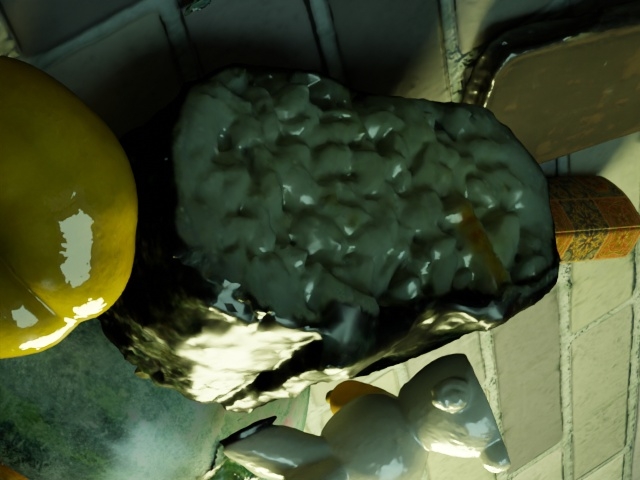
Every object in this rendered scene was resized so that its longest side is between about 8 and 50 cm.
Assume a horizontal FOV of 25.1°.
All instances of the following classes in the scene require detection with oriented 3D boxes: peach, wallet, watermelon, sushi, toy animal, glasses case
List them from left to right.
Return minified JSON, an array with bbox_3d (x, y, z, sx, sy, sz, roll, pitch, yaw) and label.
[{"bbox_3d":[-0.191,-0.015,0.825,0.179,0.179,0.103,-50,-177,18],"label":"peach"},{"bbox_3d":[-0.095,0.110,1.062,0.322,0.175,0.188,9,126,-50],"label":"watermelon"},{"bbox_3d":[0.000,0.000,0.986,0.350,0.210,0.171,-6,162,-41],"label":"sushi"},{"bbox_3d":[0.029,0.135,1.032,0.182,0.131,0.127,-25,146,2],"label":"toy animal"},{"bbox_3d":[0.191,-0.019,1.269,0.218,0.075,0.049,-4,132,-41],"label":"glasses case"},{"bbox_3d":[0.243,-0.137,1.201,0.310,0.042,0.165,-17,145,-27],"label":"wallet"}]

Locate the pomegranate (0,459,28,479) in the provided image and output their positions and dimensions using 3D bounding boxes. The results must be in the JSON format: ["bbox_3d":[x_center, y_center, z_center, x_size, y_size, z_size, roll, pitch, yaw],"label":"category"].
[{"bbox_3d":[-0.273,0.265,1.016,0.260,0.260,0.260,-25,146,-19],"label":"pomegranate"}]

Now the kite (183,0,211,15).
[{"bbox_3d":[0.063,-0.225,0.837,0.368,0.014,0.406,-28,177,22],"label":"kite"}]
